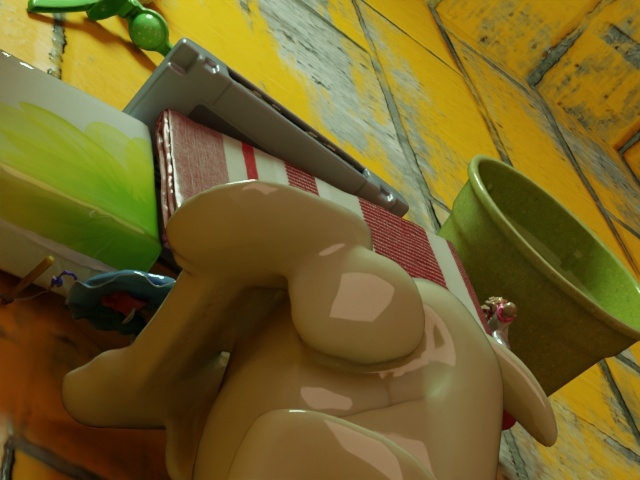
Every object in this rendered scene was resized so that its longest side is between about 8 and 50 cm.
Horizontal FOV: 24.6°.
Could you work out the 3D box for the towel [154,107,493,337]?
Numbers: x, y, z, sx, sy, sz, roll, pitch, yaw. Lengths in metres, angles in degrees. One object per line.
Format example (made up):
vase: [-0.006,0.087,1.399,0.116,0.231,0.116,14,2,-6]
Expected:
towel: [0.000,0.000,1.344,0.329,0.037,0.237,24,23,-19]

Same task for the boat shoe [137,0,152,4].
boat shoe: [-0.237,-0.393,2.067,0.098,0.109,0.302,32,16,-24]

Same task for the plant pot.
plant pot: [0.187,0.090,1.625,0.276,0.254,0.276,37,19,-15]

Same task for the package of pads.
package of pads: [-0.286,-0.079,1.275,0.297,0.101,0.229,27,24,-22]

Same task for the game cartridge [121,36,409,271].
game cartridge: [-0.081,-0.046,1.481,0.294,0.196,0.060,36,13,-21]

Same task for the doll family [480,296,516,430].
doll family: [0.117,0.160,1.453,0.118,0.263,0.163,4,40,-6]

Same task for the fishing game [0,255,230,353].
fishing game: [-0.119,0.072,1.197,0.264,0.189,0.041,19,67,-26]

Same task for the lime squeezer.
lime squeezer: [-0.237,-0.267,1.869,0.310,0.059,0.110,28,24,-38]

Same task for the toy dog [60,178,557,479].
toy dog: [0.025,0.224,1.029,0.395,0.284,0.407,15,44,-39]
